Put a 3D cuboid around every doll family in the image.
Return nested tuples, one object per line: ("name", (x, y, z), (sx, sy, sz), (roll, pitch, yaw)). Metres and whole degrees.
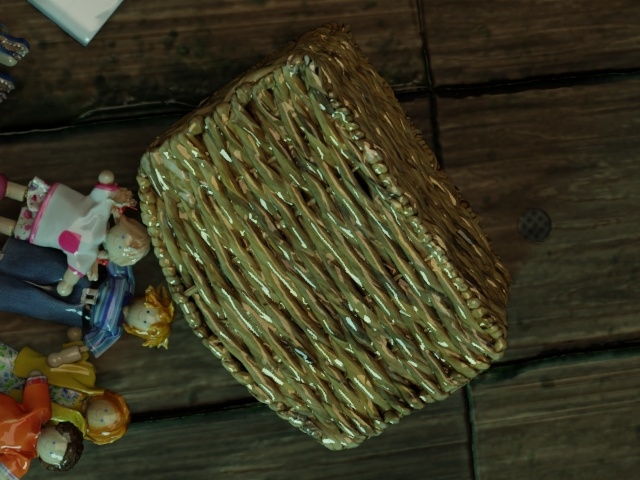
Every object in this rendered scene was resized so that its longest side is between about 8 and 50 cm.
("doll family", (-0.207, 0.073, 1.357), (0.163, 0.118, 0.263), (17, 86, 7))

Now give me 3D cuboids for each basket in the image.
("basket", (0.000, 0.000, 1.391), (0.213, 0.223, 0.299), (-33, 98, 14))

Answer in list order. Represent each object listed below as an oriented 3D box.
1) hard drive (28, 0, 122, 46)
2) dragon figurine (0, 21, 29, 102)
("hard drive", (-0.253, -0.342, 1.385), (0.319, 0.040, 0.210), (39, 82, -9))
("dragon figurine", (-0.378, -0.130, 1.320), (0.289, 0.144, 0.085), (7, 131, -3))
